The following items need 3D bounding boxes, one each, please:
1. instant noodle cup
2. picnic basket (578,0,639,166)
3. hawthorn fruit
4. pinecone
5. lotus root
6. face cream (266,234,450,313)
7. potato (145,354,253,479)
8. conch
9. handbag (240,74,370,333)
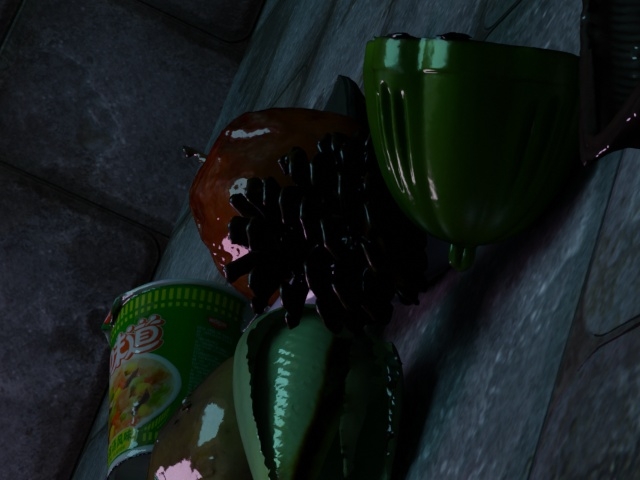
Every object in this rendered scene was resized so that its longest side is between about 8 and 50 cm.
[{"bbox_3d":[-0.163,0.194,1.976,0.207,0.207,0.233,124,159,-43],"label":"instant noodle cup"},{"bbox_3d":[0.236,-0.154,0.907,0.297,0.129,0.222,-77,14,-51],"label":"picnic basket"},{"bbox_3d":[-0.049,-0.047,1.739,0.207,0.243,0.207,-31,-44,-36],"label":"hawthorn fruit"},{"bbox_3d":[-0.002,-0.001,1.367,0.165,0.163,0.163,-13,41,27],"label":"pinecone"},{"bbox_3d":[0.112,-0.060,1.285,0.186,0.186,0.186,-61,11,21],"label":"lotus root"},{"bbox_3d":[0.032,0.032,1.572,0.154,0.096,0.274,-26,-8,-26],"label":"face cream"},{"bbox_3d":[-0.098,0.224,1.691,0.296,0.141,0.192,-62,5,36],"label":"potato"},{"bbox_3d":[0.007,0.152,1.396,0.250,0.143,0.137,-110,4,-57],"label":"conch"},{"bbox_3d":[0.001,-0.035,1.964,0.247,0.079,0.260,-60,12,31],"label":"handbag"}]
